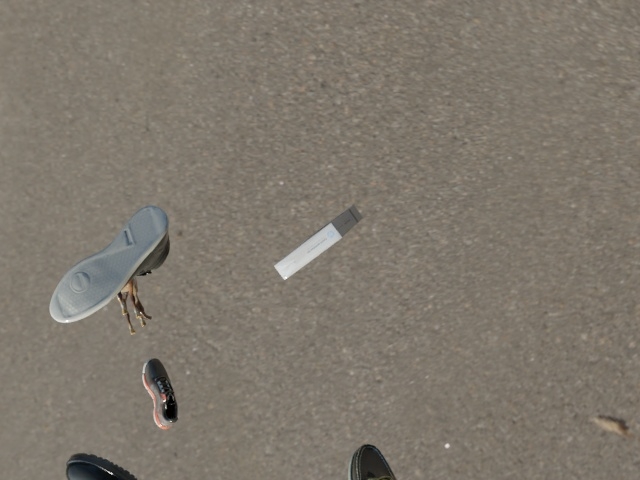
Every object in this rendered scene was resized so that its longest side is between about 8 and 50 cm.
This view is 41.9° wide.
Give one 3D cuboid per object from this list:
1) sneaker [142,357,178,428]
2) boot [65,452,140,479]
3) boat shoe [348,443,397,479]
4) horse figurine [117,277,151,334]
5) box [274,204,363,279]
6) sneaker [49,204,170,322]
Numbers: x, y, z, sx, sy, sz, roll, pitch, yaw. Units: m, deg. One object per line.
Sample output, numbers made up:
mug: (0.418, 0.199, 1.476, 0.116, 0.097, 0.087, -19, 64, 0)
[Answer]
sneaker: (-0.339, 0.329, 1.826, 0.065, 0.061, 0.158, -28, 77, 47)
boot: (-0.599, 0.823, 2.171, 0.367, 0.445, 0.146, 33, 136, -7)
boat shoe: (0.101, 0.418, 1.329, 0.069, 0.081, 0.228, 106, 157, -43)
horse figurine: (-0.460, 0.119, 1.994, 0.066, 0.263, 0.175, -16, 71, -10)
box: (0.000, 0.000, 1.626, 0.145, 0.186, 0.038, -37, 90, 19)
sneaker: (-0.408, 0.065, 1.687, 0.104, 0.147, 0.296, 42, 79, 11)
